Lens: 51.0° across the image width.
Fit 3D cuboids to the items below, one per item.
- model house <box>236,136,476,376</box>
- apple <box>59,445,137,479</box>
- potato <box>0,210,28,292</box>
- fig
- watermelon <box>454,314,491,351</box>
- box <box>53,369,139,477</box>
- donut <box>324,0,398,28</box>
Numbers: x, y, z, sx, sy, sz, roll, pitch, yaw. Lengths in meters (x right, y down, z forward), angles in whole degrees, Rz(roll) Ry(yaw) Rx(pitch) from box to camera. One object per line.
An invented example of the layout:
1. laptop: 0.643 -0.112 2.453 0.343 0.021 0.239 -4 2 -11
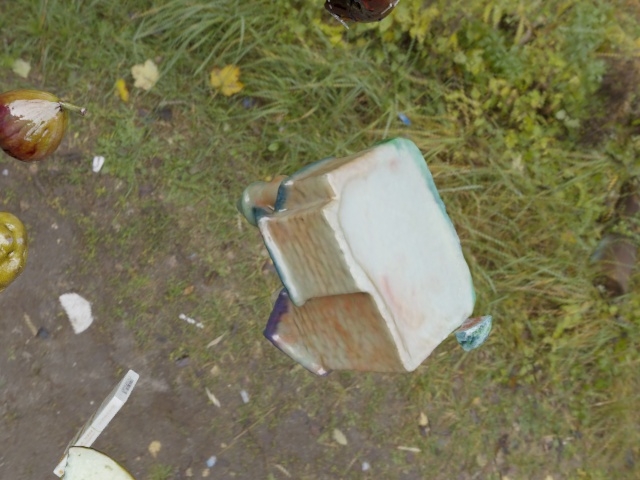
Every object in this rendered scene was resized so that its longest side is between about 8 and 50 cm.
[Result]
1. model house: 0.025 0.030 1.011 0.245 0.280 0.312 -35 106 -40
2. apple: -0.328 0.478 0.926 0.179 0.254 0.346 55 26 -53
3. potato: -0.820 0.061 1.576 0.176 0.369 0.196 -18 85 -63
4. fig: -0.331 -0.149 0.797 0.089 0.125 0.089 48 30 -39
5. watermelon: 0.276 0.168 1.257 0.085 0.085 0.061 5 27 -31
6. box: -0.464 0.378 1.393 0.032 0.220 0.122 38 12 -11
7. donut: 0.026 -0.400 0.996 0.230 0.216 0.096 25 90 -38
